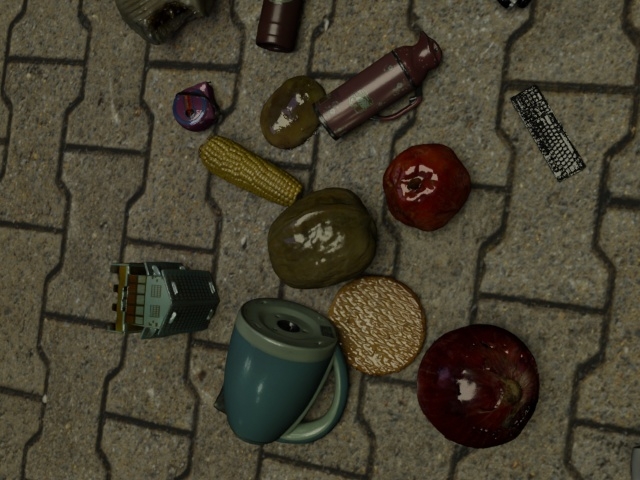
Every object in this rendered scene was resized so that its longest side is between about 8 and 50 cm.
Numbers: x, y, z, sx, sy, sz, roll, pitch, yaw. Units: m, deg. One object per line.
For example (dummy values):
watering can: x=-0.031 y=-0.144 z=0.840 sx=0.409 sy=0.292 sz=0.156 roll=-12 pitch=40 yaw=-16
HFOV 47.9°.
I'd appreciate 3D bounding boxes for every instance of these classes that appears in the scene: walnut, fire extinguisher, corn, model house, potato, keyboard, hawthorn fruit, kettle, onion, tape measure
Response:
walnut: x=0.000 y=0.000 z=1.726 sx=0.283 sy=0.283 sz=0.227 roll=-27 pitch=51 yaw=17
fire extinguisher: x=-0.098 y=-0.664 z=1.832 sx=0.102 sy=0.138 sz=0.344 roll=13 pitch=94 yaw=40
corn: x=-0.181 y=-0.174 z=1.866 sx=0.305 sy=0.106 sz=0.106 roll=30 pitch=98 yaw=15
model house: x=-0.411 y=0.154 z=1.879 sx=0.215 sy=0.224 sz=0.198 roll=5 pitch=88 yaw=23
potato: x=-0.076 y=-0.330 z=1.846 sx=0.164 sy=0.081 sz=0.200 roll=41 pitch=103 yaw=15
keyboard: x=0.523 y=-0.250 z=1.661 sx=0.072 sy=0.023 sz=0.231 roll=-30 pitch=79 yaw=14
hawthorn fruit: x=0.230 y=-0.127 z=1.645 sx=0.207 sy=0.243 sz=0.207 roll=0 pitch=91 yaw=21
kettle: x=-0.087 y=0.355 z=1.766 sx=0.319 sy=0.247 sz=0.342 roll=16 pitch=108 yaw=-3
onion: x=0.349 y=0.319 z=1.597 sx=0.276 sy=0.276 sz=0.276 roll=-1 pitch=88 yaw=19
tape measure: x=-0.333 y=-0.355 z=1.940 sx=0.125 sy=0.074 sz=0.118 roll=-14 pitch=78 yaw=14

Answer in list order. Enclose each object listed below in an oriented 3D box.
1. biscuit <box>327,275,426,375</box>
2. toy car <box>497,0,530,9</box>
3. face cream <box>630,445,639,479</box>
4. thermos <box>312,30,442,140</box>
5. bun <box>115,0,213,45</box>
biscuit: x=0.139 y=0.208 z=1.775 sx=0.254 sy=0.035 sz=0.254 roll=-1 pitch=88 yaw=21
toy car: x=0.421 y=-0.606 z=1.681 sx=0.080 sy=0.070 sz=0.170 roll=-46 pitch=73 yaw=12
face cream: x=0.709 y=0.488 z=1.538 sx=0.091 sy=0.091 sz=0.095 roll=-10 pitch=78 yaw=19
thermos: x=0.152 y=-0.365 z=1.745 sx=0.330 sy=0.109 sz=0.136 roll=-32 pitch=79 yaw=13
bun: x=-0.407 y=-0.670 z=1.910 sx=0.282 sy=0.205 sz=0.281 roll=4 pitch=104 yaw=17
